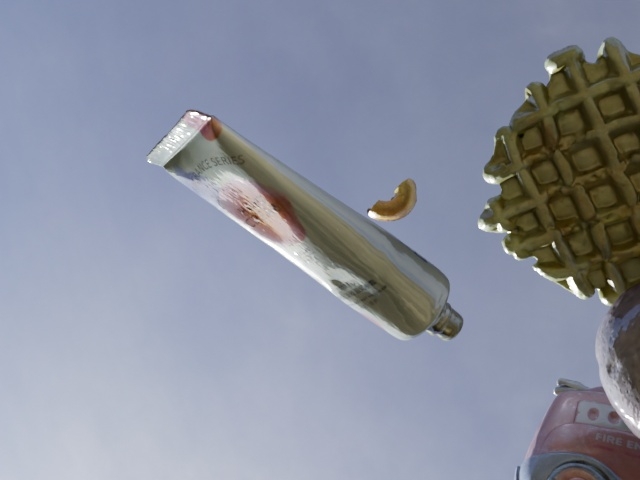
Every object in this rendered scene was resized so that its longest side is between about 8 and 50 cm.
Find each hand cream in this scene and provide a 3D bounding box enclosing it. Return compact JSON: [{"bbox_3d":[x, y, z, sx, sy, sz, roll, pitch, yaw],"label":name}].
[{"bbox_3d":[0.000,0.000,0.726,0.341,0.077,0.124,33,-28,-18],"label":"hand cream"}]

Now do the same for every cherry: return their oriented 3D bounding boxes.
[{"bbox_3d":[0.392,0.120,0.787,0.213,0.266,0.183,-29,-61,33],"label":"cherry"}]

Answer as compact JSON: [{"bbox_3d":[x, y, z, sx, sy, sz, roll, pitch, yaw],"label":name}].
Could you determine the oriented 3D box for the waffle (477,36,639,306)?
[{"bbox_3d":[0.346,-0.068,0.882,0.309,0.056,0.291,26,-72,7],"label":"waffle"}]

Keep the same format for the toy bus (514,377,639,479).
[{"bbox_3d":[0.396,0.294,0.966,0.294,0.231,0.197,9,-39,22],"label":"toy bus"}]

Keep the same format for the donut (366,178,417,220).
[{"bbox_3d":[0.117,-0.066,1.270,0.083,0.038,0.067,-2,-93,0],"label":"donut"}]
